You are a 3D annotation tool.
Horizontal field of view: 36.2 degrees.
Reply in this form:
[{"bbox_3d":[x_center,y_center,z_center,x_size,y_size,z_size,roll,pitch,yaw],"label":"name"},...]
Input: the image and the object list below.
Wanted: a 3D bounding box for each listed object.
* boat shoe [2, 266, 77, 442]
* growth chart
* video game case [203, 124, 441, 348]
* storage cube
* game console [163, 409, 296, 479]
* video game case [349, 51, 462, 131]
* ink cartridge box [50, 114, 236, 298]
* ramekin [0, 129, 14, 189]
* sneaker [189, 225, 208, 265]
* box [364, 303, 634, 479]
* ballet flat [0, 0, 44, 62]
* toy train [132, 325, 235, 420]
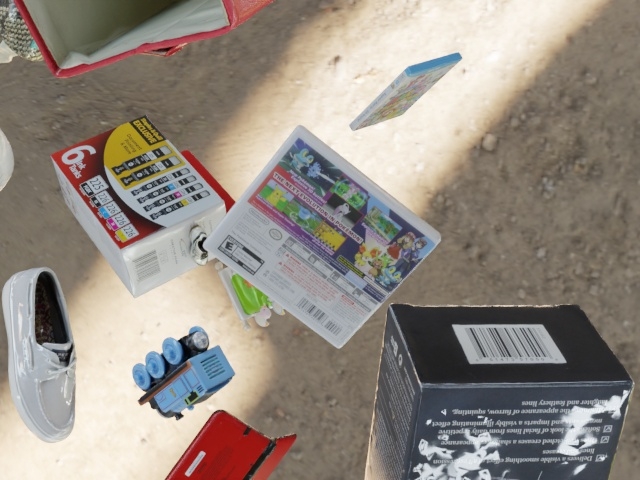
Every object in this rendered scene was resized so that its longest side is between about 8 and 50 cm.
[{"bbox_3d":[-0.284,0.117,1.027,0.066,0.063,0.184,4,72,-46],"label":"boat shoe"},{"bbox_3d":[-0.101,0.058,1.872,0.172,0.237,0.021,57,31,10],"label":"growth chart"},{"bbox_3d":[0.000,0.000,1.094,0.201,0.023,0.183,38,112,-8],"label":"video game case"},{"bbox_3d":[-0.110,-0.252,0.681,0.193,0.183,0.215,-46,121,-45],"label":"storage cube"},{"bbox_3d":[-0.114,0.276,1.191,0.124,0.085,0.144,34,97,-11],"label":"game console"},{"bbox_3d":[0.129,-0.226,1.496,0.119,0.166,0.015,-22,78,-38],"label":"video game case"},{"bbox_3d":[-0.301,-0.085,1.801,0.271,0.309,0.130,-27,140,-22],"label":"ink cartridge box"},{"bbox_3d":[-0.549,-0.092,1.250,0.277,0.277,0.135,32,53,-27],"label":"ramekin"},{"bbox_3d":[-0.206,0.017,1.694,0.032,0.037,0.083,-27,136,-23],"label":"sneaker"},{"bbox_3d":[0.235,0.308,1.408,0.293,0.212,0.396,1,116,-10],"label":"box"},{"bbox_3d":[-0.516,-0.373,1.491,0.164,0.482,0.182,14,103,-42],"label":"ballet flat"},{"bbox_3d":[-0.210,0.202,1.457,0.080,0.184,0.105,-21,76,-47],"label":"toy train"}]
